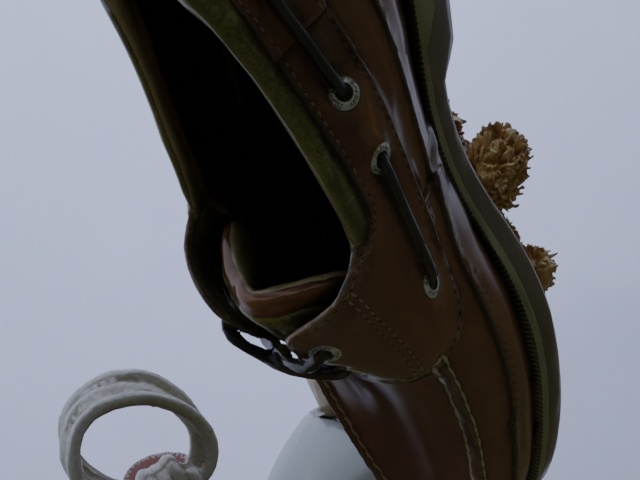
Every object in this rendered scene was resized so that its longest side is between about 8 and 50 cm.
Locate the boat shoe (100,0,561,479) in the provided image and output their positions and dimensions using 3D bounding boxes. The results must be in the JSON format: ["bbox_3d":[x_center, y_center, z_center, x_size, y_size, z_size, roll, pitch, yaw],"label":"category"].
[{"bbox_3d":[0.000,0.000,0.442,0.104,0.110,0.307,-44,-55,-37],"label":"boat shoe"}]

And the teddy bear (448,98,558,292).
[{"bbox_3d":[0.067,-0.041,1.038,0.245,0.113,0.338,-5,-47,13],"label":"teddy bear"}]

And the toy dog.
[{"bbox_3d":[-0.033,0.178,0.778,0.333,0.220,0.161,-8,-8,-35],"label":"toy dog"}]
